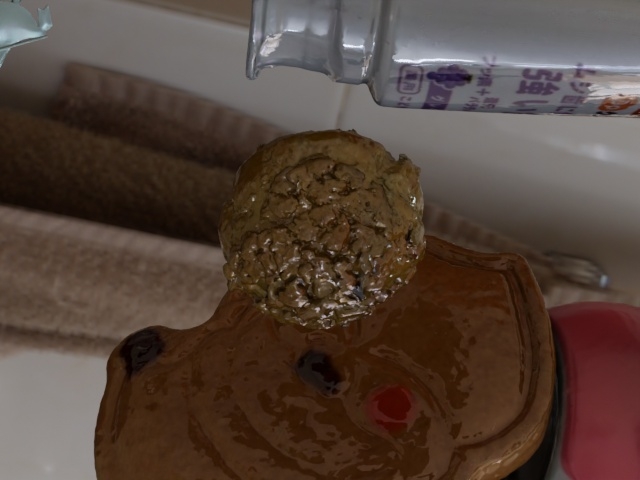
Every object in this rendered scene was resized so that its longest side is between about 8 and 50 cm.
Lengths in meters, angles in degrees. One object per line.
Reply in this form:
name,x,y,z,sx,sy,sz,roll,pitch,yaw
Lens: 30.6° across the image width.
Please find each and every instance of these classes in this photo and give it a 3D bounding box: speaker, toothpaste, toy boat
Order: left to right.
toy boat,-0.327,-0.208,1.162,0.149,0.034,0.105,-41,146,-26
speaker,0.260,0.211,1.141,0.294,0.294,0.294,-168,-90,-86
toothpaste,0.120,-0.080,0.492,0.114,0.299,0.073,114,-16,-83

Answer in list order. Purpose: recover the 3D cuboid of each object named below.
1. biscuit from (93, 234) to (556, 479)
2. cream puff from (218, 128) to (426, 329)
biscuit,0.008,0.138,1.092,0.350,0.455,0.078,53,-14,41
cream puff,0.000,0.000,0.836,0.165,0.150,0.115,78,10,-51
